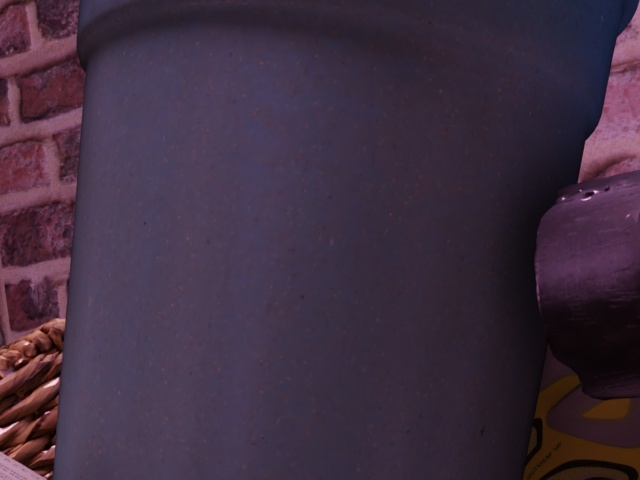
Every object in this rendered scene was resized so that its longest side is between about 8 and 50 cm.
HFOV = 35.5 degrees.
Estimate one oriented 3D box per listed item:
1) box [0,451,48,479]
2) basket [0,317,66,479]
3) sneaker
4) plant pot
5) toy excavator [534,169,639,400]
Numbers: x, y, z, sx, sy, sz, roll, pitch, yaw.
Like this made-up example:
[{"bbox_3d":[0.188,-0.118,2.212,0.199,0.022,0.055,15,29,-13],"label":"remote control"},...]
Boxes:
[{"bbox_3d":[-0.234,0.166,0.458,0.127,0.148,0.232,29,-6,0],"label":"box"},{"bbox_3d":[-0.242,0.214,0.746,0.213,0.223,0.299,-36,7,-29],"label":"basket"},{"bbox_3d":[0.151,0.159,0.745,0.145,0.147,0.385,-10,-21,-17],"label":"sneaker"},{"bbox_3d":[0.000,0.000,0.582,0.341,0.334,0.341,7,-10,1],"label":"plant pot"},{"bbox_3d":[0.355,0.048,0.586,0.222,0.433,0.445,-12,23,38],"label":"toy excavator"}]
